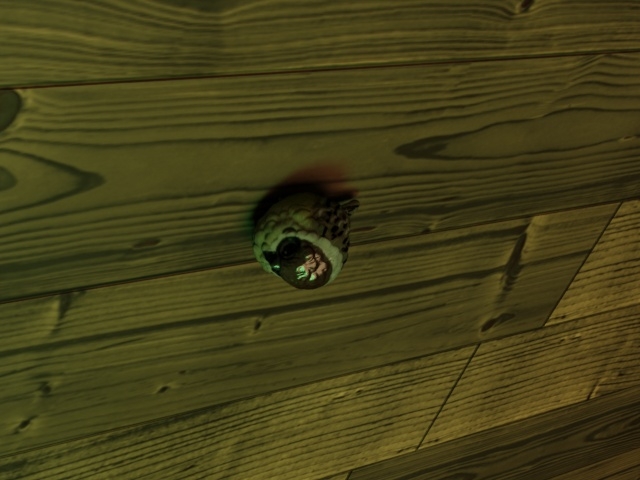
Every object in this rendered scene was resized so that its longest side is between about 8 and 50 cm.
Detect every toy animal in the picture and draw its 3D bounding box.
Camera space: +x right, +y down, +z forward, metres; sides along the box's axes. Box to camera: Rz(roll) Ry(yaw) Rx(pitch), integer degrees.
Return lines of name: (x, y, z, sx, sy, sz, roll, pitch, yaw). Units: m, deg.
toy animal: (0.000, 0.000, 1.194, 0.137, 0.098, 0.098, -14, 141, -30)
